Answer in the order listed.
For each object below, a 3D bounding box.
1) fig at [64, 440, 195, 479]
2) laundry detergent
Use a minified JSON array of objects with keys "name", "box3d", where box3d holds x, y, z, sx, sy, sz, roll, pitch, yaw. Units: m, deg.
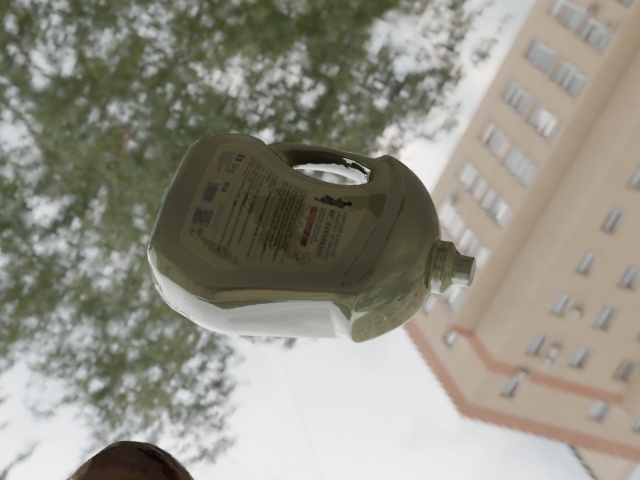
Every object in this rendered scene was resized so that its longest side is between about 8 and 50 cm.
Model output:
[{"name":"fig","box3d":[-0.136,0.253,0.897,0.143,0.160,0.230,54,-177,-46]},{"name":"laundry detergent","box3d":[0.000,0.000,1.043,0.253,0.091,0.181,9,-122,15]}]
